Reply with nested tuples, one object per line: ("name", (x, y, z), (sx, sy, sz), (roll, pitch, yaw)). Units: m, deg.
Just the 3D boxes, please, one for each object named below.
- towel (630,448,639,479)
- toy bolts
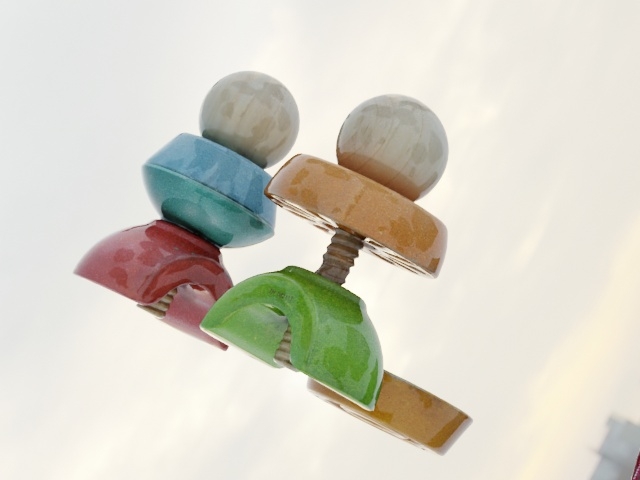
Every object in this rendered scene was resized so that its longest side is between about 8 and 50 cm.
("towel", (0.279, 0.237, 1.137), (0.037, 0.237, 0.329), (107, -175, -73))
("toy bolts", (0.000, 0.000, 1.083), (0.218, 0.228, 0.158), (35, -101, -51))
